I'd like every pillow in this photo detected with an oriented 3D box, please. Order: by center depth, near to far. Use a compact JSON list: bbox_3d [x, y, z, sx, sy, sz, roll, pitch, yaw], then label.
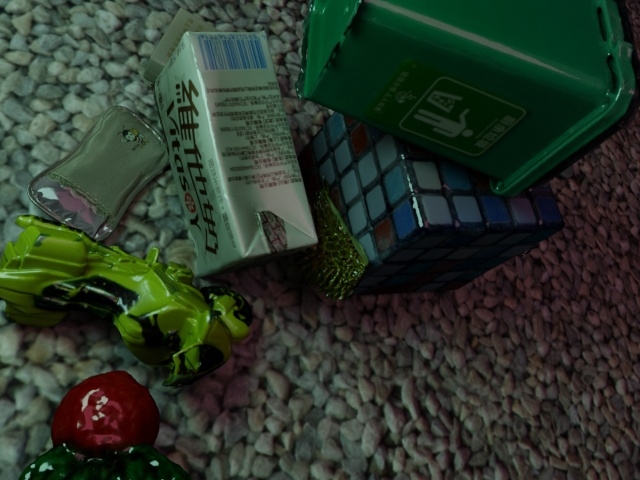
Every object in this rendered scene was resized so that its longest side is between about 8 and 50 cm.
[{"bbox_3d":[-0.319,-0.104,0.925,0.131,0.038,0.232,39,52,-11],"label":"pillow"}]

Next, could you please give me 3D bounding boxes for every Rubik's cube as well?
[{"bbox_3d":[0.169,-0.087,1.035,0.287,0.292,0.293,-1,69,-30],"label":"Rubik's cube"}]

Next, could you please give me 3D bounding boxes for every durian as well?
[{"bbox_3d":[-0.010,0.000,0.962,0.095,0.137,0.220,18,32,-28],"label":"durian"}]

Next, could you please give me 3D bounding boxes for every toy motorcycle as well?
[{"bbox_3d":[-0.245,0.088,0.812,0.342,0.142,0.206,22,17,-19],"label":"toy motorcycle"}]

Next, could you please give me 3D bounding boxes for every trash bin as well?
[{"bbox_3d":[0.184,-0.259,0.798,0.381,0.259,0.295,14,61,-19],"label":"trash bin"}]

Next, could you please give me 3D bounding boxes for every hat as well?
[{"bbox_3d":[-0.224,0.298,0.663,0.274,0.242,0.332,7,61,-23],"label":"hat"}]

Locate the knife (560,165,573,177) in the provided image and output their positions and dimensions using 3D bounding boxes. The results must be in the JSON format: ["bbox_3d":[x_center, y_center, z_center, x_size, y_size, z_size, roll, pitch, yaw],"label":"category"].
[{"bbox_3d":[0.467,-0.294,1.422,0.399,0.038,0.132,37,47,-21],"label":"knife"}]

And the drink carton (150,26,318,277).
[{"bbox_3d":[-0.135,-0.122,0.907,0.132,0.194,0.324,-12,85,-30],"label":"drink carton"}]

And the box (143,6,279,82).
[{"bbox_3d":[-0.186,-0.295,1.078,0.201,0.058,0.141,26,57,-16],"label":"box"}]
